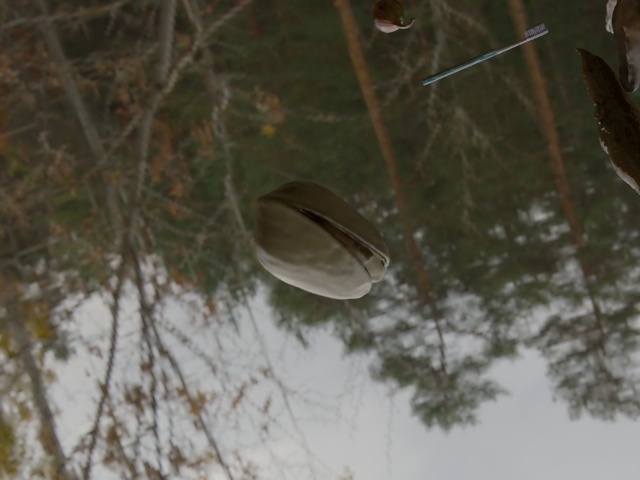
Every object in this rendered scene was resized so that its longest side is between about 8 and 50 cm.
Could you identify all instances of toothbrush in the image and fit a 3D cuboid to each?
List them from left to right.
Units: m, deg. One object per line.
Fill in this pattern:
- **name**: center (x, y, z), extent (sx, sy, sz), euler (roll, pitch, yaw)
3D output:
- **toothbrush**: center (0.195, -0.224, 1.465), extent (0.167, 0.014, 0.011), euler (-21, -164, 25)

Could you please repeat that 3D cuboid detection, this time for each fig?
- **fig**: center (0.105, -0.319, 1.742), extent (0.050, 0.050, 0.083), euler (-24, -146, -21)

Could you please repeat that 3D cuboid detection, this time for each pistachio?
- **pistachio**: center (0.000, 0.000, 1.246), extent (0.149, 0.113, 0.113), euler (23, -151, 17)

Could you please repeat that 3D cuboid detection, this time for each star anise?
- **star anise**: center (0.431, -0.344, 1.447), extent (0.109, 0.349, 0.292), euler (11, -163, -17)

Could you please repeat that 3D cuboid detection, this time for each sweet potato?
- **sweet potato**: center (0.361, -0.137, 1.465), extent (0.067, 0.067, 0.273), euler (-18, -130, 5)
